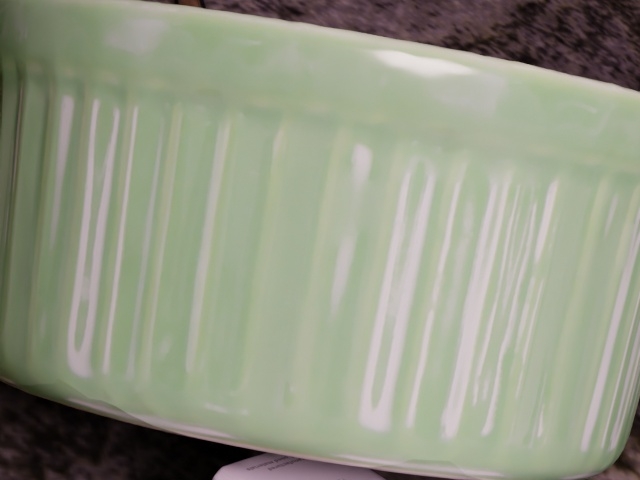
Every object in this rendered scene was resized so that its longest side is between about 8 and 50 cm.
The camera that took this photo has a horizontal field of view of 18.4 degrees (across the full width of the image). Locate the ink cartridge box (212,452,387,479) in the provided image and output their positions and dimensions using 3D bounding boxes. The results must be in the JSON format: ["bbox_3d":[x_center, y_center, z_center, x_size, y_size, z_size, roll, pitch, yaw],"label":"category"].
[{"bbox_3d":[0.022,0.158,0.727,0.150,0.109,0.063,29,26,36],"label":"ink cartridge box"}]

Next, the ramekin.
[{"bbox_3d":[0.000,0.000,0.807,0.303,0.148,0.303,10,1,0],"label":"ramekin"}]
